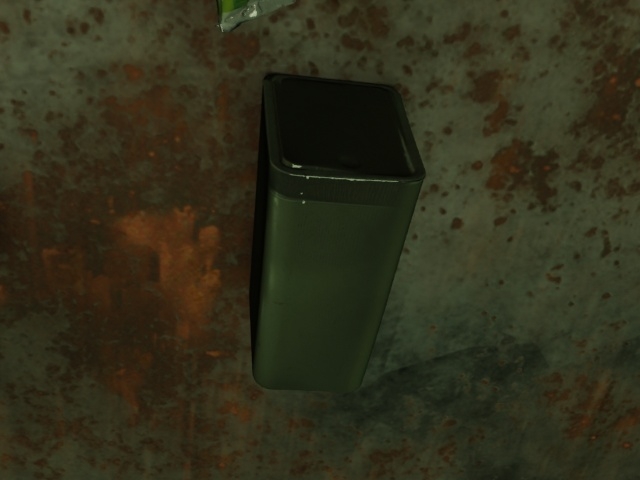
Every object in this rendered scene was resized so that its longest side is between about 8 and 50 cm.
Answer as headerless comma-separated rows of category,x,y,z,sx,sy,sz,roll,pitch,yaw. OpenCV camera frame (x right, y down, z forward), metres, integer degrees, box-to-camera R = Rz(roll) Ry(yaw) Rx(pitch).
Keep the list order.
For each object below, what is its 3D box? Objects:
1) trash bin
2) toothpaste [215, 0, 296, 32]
trash bin,0.000,0.000,0.738,0.122,0.164,0.240,3,125,-9
toothpaste,-0.069,-0.279,0.604,0.078,0.047,0.247,-31,130,-26
